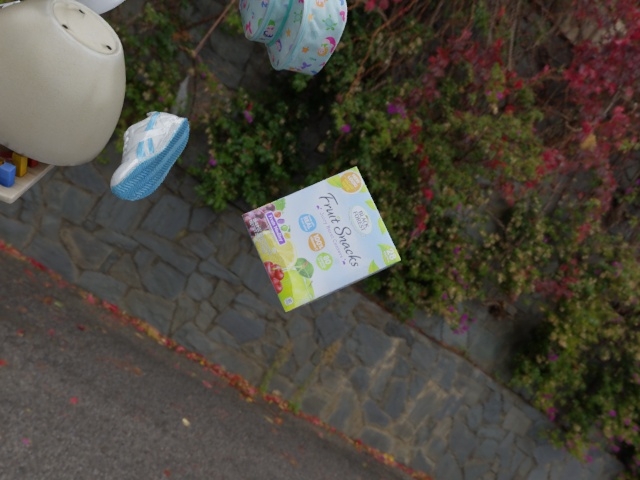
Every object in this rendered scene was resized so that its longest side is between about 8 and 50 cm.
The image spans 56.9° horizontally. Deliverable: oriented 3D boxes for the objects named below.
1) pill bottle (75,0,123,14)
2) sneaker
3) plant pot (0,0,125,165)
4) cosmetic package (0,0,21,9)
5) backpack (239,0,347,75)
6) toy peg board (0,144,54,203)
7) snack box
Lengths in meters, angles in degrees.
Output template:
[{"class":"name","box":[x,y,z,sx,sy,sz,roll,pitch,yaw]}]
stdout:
[{"class":"pill bottle","box":[-0.459,-0.589,0.969,0.224,0.224,0.392,37,-26,27]},{"class":"sneaker","box":[-0.345,-0.165,1.147,0.092,0.228,0.087,18,-41,9]},{"class":"plant pot","box":[-0.448,-0.298,1.010,0.284,0.191,0.284,38,28,-25]},{"class":"cosmetic package","box":[-0.686,-0.389,1.230,0.099,0.238,0.060,-4,-28,18]},{"class":"backpack","box":[-0.053,-0.481,1.230,0.191,0.225,0.253,-1,62,-31]},{"class":"toy peg board","box":[-0.560,-0.166,1.021,0.161,0.079,0.160,24,37,-4]},{"class":"snack box","box":[0.000,0.000,0.974,0.070,0.207,0.174,116,-51,-79]}]
